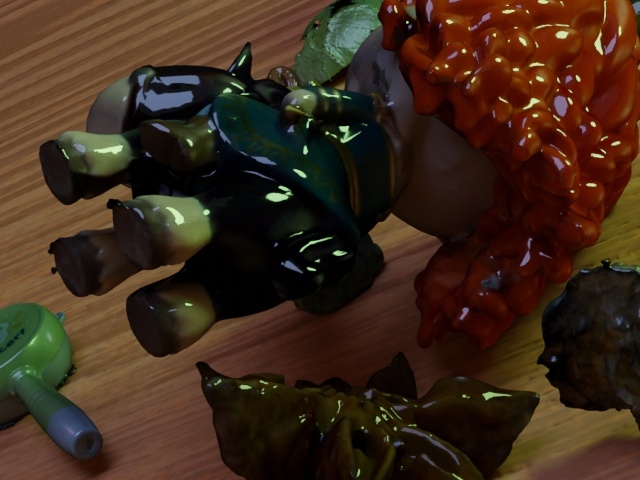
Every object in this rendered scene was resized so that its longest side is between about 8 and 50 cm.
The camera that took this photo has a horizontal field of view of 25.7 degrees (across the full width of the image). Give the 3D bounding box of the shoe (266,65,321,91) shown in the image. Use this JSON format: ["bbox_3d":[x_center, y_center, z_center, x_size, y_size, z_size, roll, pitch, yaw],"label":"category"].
[{"bbox_3d":[-0.030,-0.121,1.317,0.072,0.069,0.109,-17,23,21],"label":"shoe"}]

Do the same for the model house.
[{"bbox_3d":[0.000,0.000,1.061,0.078,0.083,0.066,-42,28,-24],"label":"model house"}]

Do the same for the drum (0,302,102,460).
[{"bbox_3d":[-0.216,0.107,1.112,0.253,0.049,0.130,5,42,47],"label":"drum"}]

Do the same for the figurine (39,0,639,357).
[{"bbox_3d":[0.023,-0.056,0.913,0.411,0.241,0.306,-11,15,-4],"label":"figurine"}]

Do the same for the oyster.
[{"bbox_3d":[0.202,0.068,0.742,0.177,0.105,0.056,10,27,20],"label":"oyster"}]

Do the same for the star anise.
[{"bbox_3d":[0.023,0.120,0.796,0.196,0.111,0.212,0,-4,13],"label":"star anise"}]

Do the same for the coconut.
[{"bbox_3d":[0.040,-0.223,1.447,0.133,0.055,0.158,-12,32,31],"label":"coconut"}]

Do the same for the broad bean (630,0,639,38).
[{"bbox_3d":[0.213,-0.164,1.192,0.254,0.046,0.065,-24,34,10],"label":"broad bean"}]
